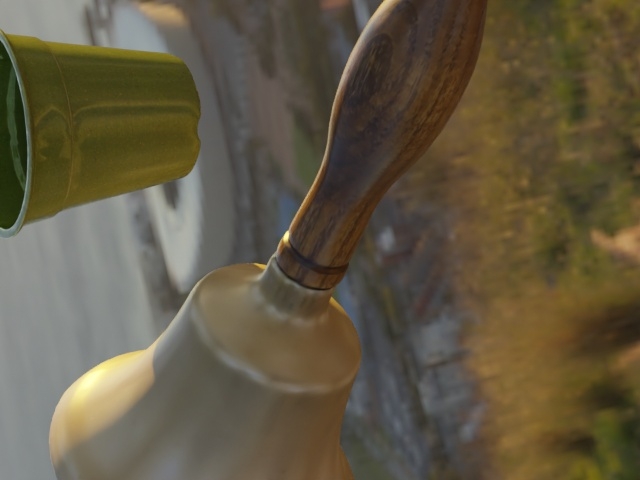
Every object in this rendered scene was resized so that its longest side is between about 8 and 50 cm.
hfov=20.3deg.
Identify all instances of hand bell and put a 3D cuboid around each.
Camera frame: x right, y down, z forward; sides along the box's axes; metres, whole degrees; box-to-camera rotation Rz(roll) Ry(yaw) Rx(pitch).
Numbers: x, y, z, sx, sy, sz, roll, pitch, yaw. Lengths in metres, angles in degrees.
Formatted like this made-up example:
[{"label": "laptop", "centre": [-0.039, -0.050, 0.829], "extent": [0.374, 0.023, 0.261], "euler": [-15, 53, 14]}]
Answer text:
[{"label": "hand bell", "centre": [0.000, 0.000, 0.625], "extent": [0.242, 0.126, 0.126], "euler": [-64, 36, 34]}]

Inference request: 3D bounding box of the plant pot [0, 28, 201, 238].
[{"label": "plant pot", "centre": [-0.092, -0.046, 0.708], "extent": [0.083, 0.079, 0.083], "euler": [20, 113, 60]}]
